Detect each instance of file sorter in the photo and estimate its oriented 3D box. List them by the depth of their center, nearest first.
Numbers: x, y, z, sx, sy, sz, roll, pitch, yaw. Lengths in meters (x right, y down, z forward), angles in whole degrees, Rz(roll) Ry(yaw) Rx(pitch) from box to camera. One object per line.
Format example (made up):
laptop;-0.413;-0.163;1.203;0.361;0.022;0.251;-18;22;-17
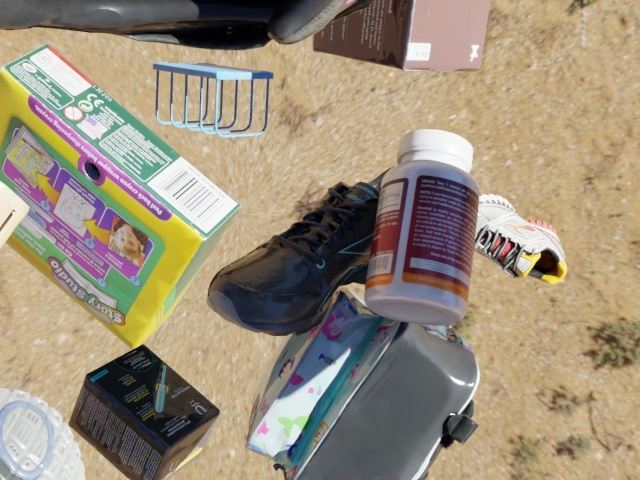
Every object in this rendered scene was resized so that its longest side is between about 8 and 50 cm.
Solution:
file sorter;-0.179;-0.234;1.428;0.118;0.170;0.104;-12;111;-44

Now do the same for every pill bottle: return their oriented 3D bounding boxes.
pill bottle;0.088;-0.011;0.729;0.086;0.086;0.152;12;72;-6

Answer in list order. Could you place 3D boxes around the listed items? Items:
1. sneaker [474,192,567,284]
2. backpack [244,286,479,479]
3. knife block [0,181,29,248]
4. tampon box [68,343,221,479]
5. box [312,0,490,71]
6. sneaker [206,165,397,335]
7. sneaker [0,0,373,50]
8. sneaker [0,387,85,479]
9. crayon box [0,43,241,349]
sneaker;0.279;0.001;1.275;0.225;0.093;0.088;17;126;-26
backpack;0.039;0.157;0.890;0.191;0.253;0.225;33;94;3
knife block;-0.321;-0.053;0.512;0.275;0.242;0.088;35;74;-15
tampon box;-0.247;0.249;1.220;0.161;0.120;0.101;37;121;18
box;0.119;-0.346;1.277;0.168;0.203;0.167;-9;112;-41
sneaker;0.000;0.000;0.783;0.101;0.267;0.106;30;122;26
sneaker;0.010;-0.190;0.500;0.483;0.202;0.185;-15;137;-18
sneaker;-0.380;0.208;0.918;0.297;0.111;0.129;39;121;-7
crayon box;-0.338;-0.052;1.287;0.363;0.313;0.106;40;44;1
